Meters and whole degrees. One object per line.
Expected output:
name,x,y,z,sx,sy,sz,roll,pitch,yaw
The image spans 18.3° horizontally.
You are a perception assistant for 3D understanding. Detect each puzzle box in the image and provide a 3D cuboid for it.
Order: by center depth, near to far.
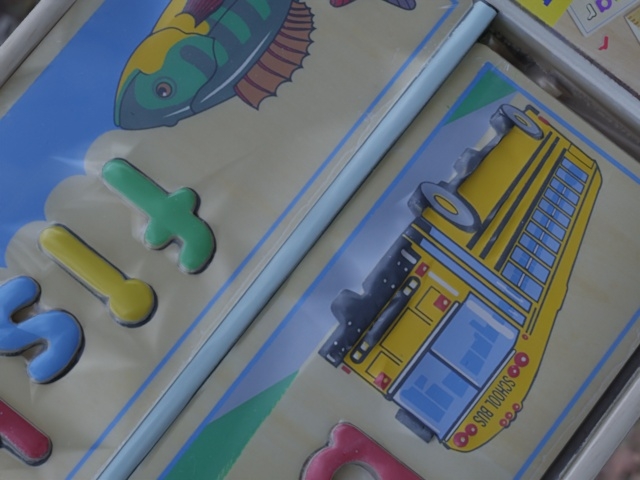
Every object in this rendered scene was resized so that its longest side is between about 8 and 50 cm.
puzzle box,0.000,0.000,0.743,0.409,0.272,0.052,-52,-2,-14
